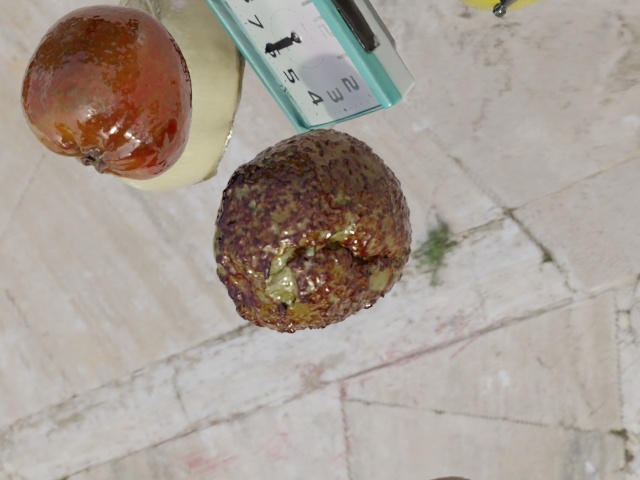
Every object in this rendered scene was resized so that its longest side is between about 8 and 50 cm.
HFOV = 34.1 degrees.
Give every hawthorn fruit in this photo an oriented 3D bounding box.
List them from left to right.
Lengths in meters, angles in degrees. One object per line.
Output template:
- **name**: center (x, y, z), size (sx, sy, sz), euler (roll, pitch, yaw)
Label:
- **hawthorn fruit**: center (-0.145, -0.104, 0.735), size (0.128, 0.128, 0.128), euler (8, 103, 34)

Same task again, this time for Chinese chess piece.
- **Chinese chess piece**: center (-0.248, -0.246, 1.666), size (0.338, 0.140, 0.338), euler (-15, 72, 57)

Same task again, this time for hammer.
- **hammer**: center (0.324, -0.349, 1.404), size (0.021, 0.201, 0.078), euler (62, 152, 12)

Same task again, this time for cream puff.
- **cream puff**: center (0.000, 0.000, 0.705), size (0.084, 0.149, 0.149), euler (29, 117, 53)

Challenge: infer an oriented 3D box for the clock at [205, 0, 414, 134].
- **clock**: center (-0.011, -0.285, 1.366), size (0.262, 0.116, 0.231), euler (53, 151, -17)

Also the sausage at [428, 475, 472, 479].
- **sausage**: center (0.091, 0.483, 1.175), size (0.136, 0.501, 0.123), euler (10, 140, 25)

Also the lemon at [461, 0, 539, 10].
- **lemon**: center (0.281, -0.475, 1.543), size (0.268, 0.268, 0.322), euler (49, 156, 18)
